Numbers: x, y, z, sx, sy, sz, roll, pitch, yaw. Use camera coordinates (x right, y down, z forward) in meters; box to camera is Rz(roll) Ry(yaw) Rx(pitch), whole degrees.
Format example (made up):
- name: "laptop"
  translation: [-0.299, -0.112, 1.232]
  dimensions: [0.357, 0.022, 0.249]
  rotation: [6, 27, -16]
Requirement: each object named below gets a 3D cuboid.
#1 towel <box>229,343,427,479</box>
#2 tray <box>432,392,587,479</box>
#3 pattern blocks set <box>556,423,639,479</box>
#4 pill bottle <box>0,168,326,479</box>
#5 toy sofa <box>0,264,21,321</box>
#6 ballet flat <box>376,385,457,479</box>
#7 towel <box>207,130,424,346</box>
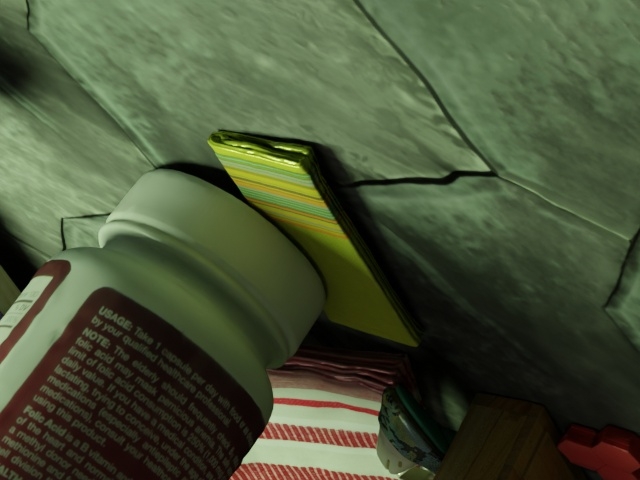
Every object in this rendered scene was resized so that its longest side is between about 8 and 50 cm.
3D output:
- name: "towel"
  translation: [-0.005, 0.193, 1.587]
  dimensions: [0.237, 0.037, 0.329]
  rotation: [4, 146, 18]
- name: "tray"
  translation: [0.202, 0.338, 1.492]
  dimensions: [0.076, 0.203, 0.411]
  rotation: [8, 146, 37]
- name: "pattern blocks set"
  translation: [0.369, 0.239, 1.340]
  dimensions: [0.325, 0.026, 0.285]
  rotation: [-1, 140, 48]
- name: "pill bottle"
  translation: [-0.178, 0.149, 1.336]
  dimensions: [0.224, 0.392, 0.224]
  rotation: [31, 159, 13]
- name: "toy sofa"
  translation: [-0.396, 0.064, 1.692]
  dimensions: [0.150, 0.177, 0.362]
  rotation: [14, 149, 31]
- name: "ballet flat"
  translation: [0.084, 0.180, 1.442]
  dimensions: [0.070, 0.070, 0.188]
  rotation: [12, 163, 35]
- name: "towel"
  translation: [0.000, 0.000, 1.329]
  dimensions: [0.102, 0.021, 0.237]
  rotation: [17, 152, 39]
